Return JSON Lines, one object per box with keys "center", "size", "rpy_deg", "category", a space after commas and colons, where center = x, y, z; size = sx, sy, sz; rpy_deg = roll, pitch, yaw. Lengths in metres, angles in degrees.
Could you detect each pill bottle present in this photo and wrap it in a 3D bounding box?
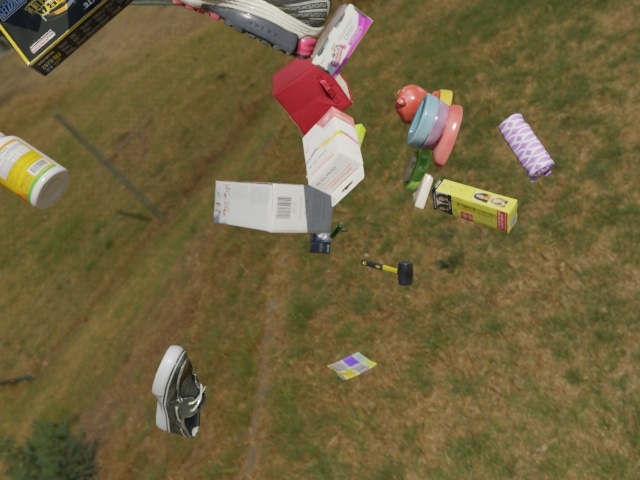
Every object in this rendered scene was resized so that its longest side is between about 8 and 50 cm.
{"center": [-0.835, -0.204, 1.874], "size": [0.136, 0.246, 0.136], "rpy_deg": [-56, -7, -11], "category": "pill bottle"}

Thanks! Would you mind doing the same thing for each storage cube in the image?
{"center": [-0.027, -0.494, 2.211], "size": [0.193, 0.183, 0.215], "rpy_deg": [-32, 30, 15], "category": "storage cube"}

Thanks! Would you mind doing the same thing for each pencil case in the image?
{"center": [0.609, -0.277, 1.995], "size": [0.086, 0.088, 0.206], "rpy_deg": [-40, 68, 38], "category": "pencil case"}

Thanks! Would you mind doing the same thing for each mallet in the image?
{"center": [0.173, 0.064, 1.778], "size": [0.039, 0.062, 0.190], "rpy_deg": [-8, 20, -36], "category": "mallet"}

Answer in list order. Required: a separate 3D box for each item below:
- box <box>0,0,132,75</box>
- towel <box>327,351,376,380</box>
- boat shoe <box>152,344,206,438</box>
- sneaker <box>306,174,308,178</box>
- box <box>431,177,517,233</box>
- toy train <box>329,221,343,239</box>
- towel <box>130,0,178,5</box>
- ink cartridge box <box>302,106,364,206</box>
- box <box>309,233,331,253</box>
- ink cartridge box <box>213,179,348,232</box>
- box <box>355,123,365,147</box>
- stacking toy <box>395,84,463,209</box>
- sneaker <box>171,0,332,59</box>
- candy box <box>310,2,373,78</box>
{"center": [-0.649, -0.608, 1.674], "size": [0.322, 0.079, 0.257], "rpy_deg": [-40, 75, 1], "category": "box"}
{"center": [0.062, 0.247, 1.335], "size": [0.083, 0.009, 0.060], "rpy_deg": [-17, 28, -30], "category": "towel"}
{"center": [-0.334, 0.375, 1.665], "size": [0.119, 0.335, 0.121], "rpy_deg": [20, 49, 8], "category": "boat shoe"}
{"center": [0.046, -0.187, 1.912], "size": [0.170, 0.075, 0.063], "rpy_deg": [-19, 29, 26], "category": "sneaker"}
{"center": [0.426, -0.098, 1.877], "size": [0.232, 0.087, 0.058], "rpy_deg": [21, 56, 29], "category": "box"}
{"center": [0.042, -0.026, 1.763], "size": [0.023, 0.017, 0.083], "rpy_deg": [-59, 2, -27], "category": "toy train"}
{"center": [-0.479, -0.881, 2.079], "size": [0.374, 0.090, 0.320], "rpy_deg": [-22, -29, -48], "category": "towel"}
{"center": [0.026, -0.184, 1.487], "size": [0.115, 0.067, 0.198], "rpy_deg": [-44, 38, 33], "category": "ink cartridge box"}
{"center": [0.000, 0.000, 2.169], "size": [0.067, 0.083, 0.018], "rpy_deg": [6, 0, 3], "category": "box"}
{"center": [-0.109, -0.096, 1.903], "size": [0.309, 0.272, 0.130], "rpy_deg": [9, 97, 52], "category": "ink cartridge box"}
{"center": [0.089, -0.328, 2.405], "size": [0.109, 0.042, 0.178], "rpy_deg": [-3, 57, 36], "category": "box"}
{"center": [0.229, -0.247, 1.680], "size": [0.309, 0.130, 0.279], "rpy_deg": [-86, 15, -70], "category": "stacking toy"}
{"center": [-0.126, -0.327, 0.808], "size": [0.112, 0.299, 0.121], "rpy_deg": [-64, 26, 17], "category": "sneaker"}
{"center": [0.044, -0.491, 1.649], "size": [0.159, 0.071, 0.233], "rpy_deg": [-55, 13, 15], "category": "candy box"}
